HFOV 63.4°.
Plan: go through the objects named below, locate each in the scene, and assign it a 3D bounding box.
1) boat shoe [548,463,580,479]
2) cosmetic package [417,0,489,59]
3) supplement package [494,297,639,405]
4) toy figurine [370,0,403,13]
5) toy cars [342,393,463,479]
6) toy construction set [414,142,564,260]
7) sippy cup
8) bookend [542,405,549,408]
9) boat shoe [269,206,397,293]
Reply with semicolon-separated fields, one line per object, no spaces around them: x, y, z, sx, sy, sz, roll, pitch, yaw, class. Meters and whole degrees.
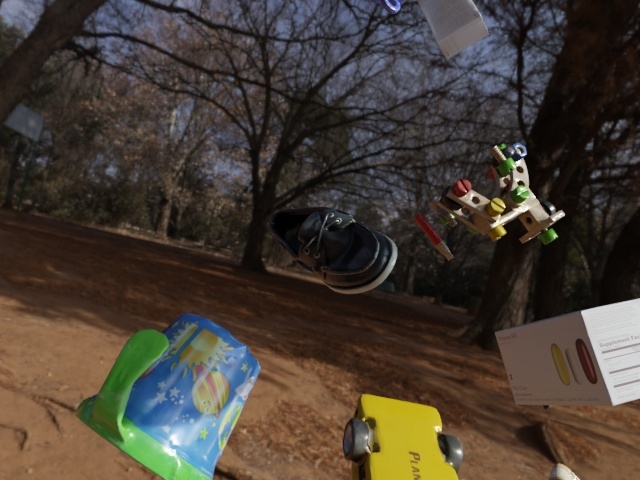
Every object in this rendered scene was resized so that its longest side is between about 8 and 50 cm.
0.483;0.484;0.951;0.063;0.170;0.059;-33;6;35;boat shoe
0.276;-0.504;1.124;0.098;0.239;0.060;-28;-41;24;cosmetic package
0.477;0.196;0.911;0.203;0.145;0.262;-8;-16;-14;supplement package
0.107;-0.491;0.986;0.362;0.218;0.191;-2;-29;-39;toy figurine
0.134;0.280;0.365;0.176;0.087;0.393;-13;42;-43;toy cars
0.401;-0.050;1.207;0.309;0.237;0.257;-42;-11;39;toy construction set
-0.221;0.249;0.834;0.240;0.224;0.305;38;-26;-8;sippy cup
0.587;0.301;1.236;0.157;0.157;0.072;-13;5;6;bookend
0.002;-0.004;0.921;0.113;0.127;0.340;36;-3;-28;boat shoe
